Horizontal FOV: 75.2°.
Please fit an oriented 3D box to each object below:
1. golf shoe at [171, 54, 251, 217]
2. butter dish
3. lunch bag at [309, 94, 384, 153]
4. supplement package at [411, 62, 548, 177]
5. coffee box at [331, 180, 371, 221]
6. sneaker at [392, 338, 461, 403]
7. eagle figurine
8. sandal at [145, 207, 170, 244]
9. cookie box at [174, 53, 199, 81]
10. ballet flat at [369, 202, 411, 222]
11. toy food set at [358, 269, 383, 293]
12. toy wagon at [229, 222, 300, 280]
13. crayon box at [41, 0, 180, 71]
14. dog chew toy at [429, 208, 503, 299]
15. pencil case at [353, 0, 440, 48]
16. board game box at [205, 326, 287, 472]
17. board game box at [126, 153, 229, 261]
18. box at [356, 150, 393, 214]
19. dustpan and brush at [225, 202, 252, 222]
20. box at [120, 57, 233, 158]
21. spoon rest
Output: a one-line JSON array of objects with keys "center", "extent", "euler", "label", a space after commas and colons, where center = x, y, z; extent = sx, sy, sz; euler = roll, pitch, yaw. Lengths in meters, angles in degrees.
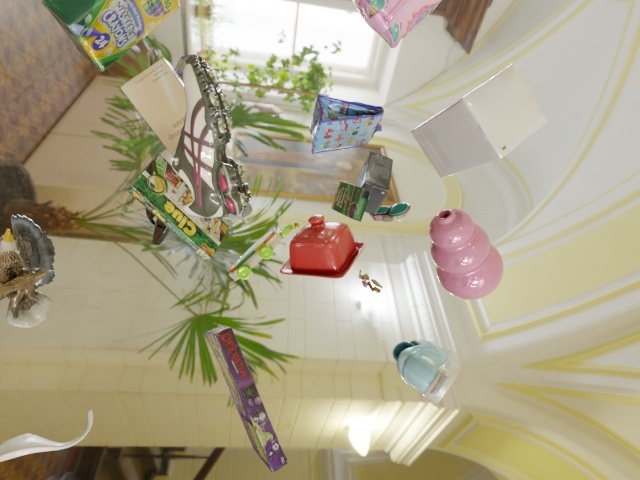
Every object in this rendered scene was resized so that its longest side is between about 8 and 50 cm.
[{"center": [-0.206, -0.167, 0.709], "extent": [0.105, 0.120, 0.273], "euler": [-79, 160, -74], "label": "golf shoe"}, {"center": [0.000, 0.000, 0.909], "extent": [0.160, 0.159, 0.118], "euler": [-48, 134, -52], "label": "butter dish"}, {"center": [0.117, -0.469, 1.719], "extent": [0.221, 0.293, 0.138], "euler": [114, -27, -66], "label": "lunch bag"}, {"center": [0.417, -0.310, 1.132], "extent": [0.178, 0.175, 0.293], "euler": [55, -10, -7], "label": "supplement package"}, {"center": [0.103, -0.139, 1.444], "extent": [0.184, 0.040, 0.113], "euler": [38, -68, 63], "label": "coffee box"}, {"center": [0.265, 0.306, 1.065], "extent": [0.135, 0.150, 0.366], "euler": [-52, 161, -5], "label": "sneaker"}, {"center": [-0.812, 0.063, 1.080], "extent": [0.298, 0.226, 0.225], "euler": [24, -100, 40], "label": "eagle figurine"}, {"center": [-0.595, -0.189, 1.601], "extent": [0.446, 0.107, 0.167], "euler": [-63, -146, 19], "label": "sandal"}, {"center": [-0.481, -0.616, 1.491], "extent": [0.107, 0.040, 0.092], "euler": [18, -99, 43], "label": "cookie box"}, {"center": [0.303, -0.111, 1.748], "extent": [0.221, 0.079, 0.077], "euler": [-3, -133, 50], "label": "ballet flat"}, {"center": [0.190, 0.168, 1.610], "extent": [0.019, 0.122, 0.078], "euler": [-44, -166, 29], "label": "toy food set"}, {"center": [-0.230, 0.030, 1.713], "extent": [0.344, 0.068, 0.267], "euler": [-42, -170, 6], "label": "toy wagon"}, {"center": [-0.450, -0.569, 0.970], "extent": [0.323, 0.083, 0.203], "euler": [-47, -175, -10], "label": "crayon box"}, {"center": [0.435, 0.035, 1.283], "extent": [0.332, 0.206, 0.207], "euler": [53, 20, -36], "label": "dog chew toy"}, {"center": [0.181, -0.436, 0.630], "extent": [0.284, 0.124, 0.124], "euler": [-38, -153, 16], "label": "pencil case"}, {"center": [-0.196, 0.386, 1.055], "extent": [0.208, 0.056, 0.347], "euler": [-25, -92, 62], "label": "board game box"}, {"center": [-0.343, -0.079, 1.038], "extent": [0.030, 0.260, 0.136], "euler": [-19, -143, 33], "label": "board game box"}, {"center": [0.217, -0.239, 1.725], "extent": [0.153, 0.108, 0.207], "euler": [116, -8, -49], "label": "box"}, {"center": [-0.369, -0.118, 1.904], "extent": [0.211, 0.147, 0.060], "euler": [59, 15, -86], "label": "dustpan and brush"}, {"center": [-0.396, -0.333, 1.187], "extent": [0.311, 0.148, 0.121], "euler": [54, 0, -18], "label": "box"}, {"center": [-0.840, 0.614, 1.264], "extent": [0.137, 0.276, 0.084], "euler": [-46, -115, 48], "label": "spoon rest"}]
